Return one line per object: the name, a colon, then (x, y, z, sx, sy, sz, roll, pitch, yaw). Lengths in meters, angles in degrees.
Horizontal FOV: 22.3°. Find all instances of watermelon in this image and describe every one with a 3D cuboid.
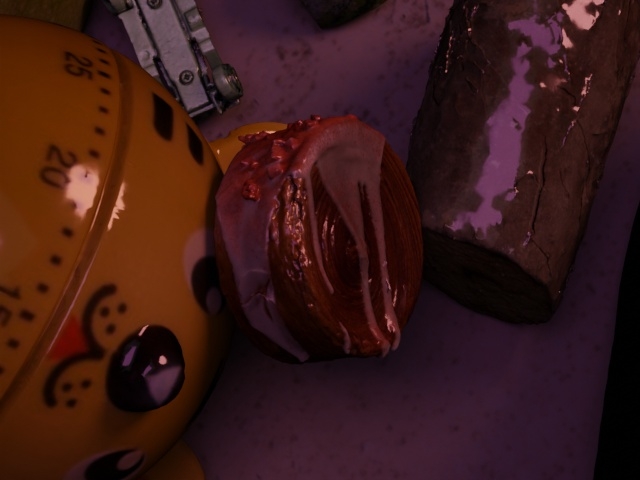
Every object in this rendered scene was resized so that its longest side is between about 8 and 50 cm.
watermelon: (0.006, -0.214, 1.231, 0.084, 0.092, 0.072, -31, 35, -9)

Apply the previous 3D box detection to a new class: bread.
bread: (0.000, 0.000, 1.033, 0.073, 0.160, 0.160, -10, 73, 36)

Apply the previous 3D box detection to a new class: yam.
yam: (0.138, -0.082, 1.135, 0.154, 0.154, 0.254, 18, 81, 12)

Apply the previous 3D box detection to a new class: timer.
timer: (-0.182, 0.039, 1.080, 0.387, 0.376, 0.376, 30, 80, -25)

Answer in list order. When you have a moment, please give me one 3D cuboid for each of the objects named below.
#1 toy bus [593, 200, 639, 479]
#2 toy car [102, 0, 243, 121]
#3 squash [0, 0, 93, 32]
toy bus: (0.273, 0.103, 1.023, 0.162, 0.171, 0.386, 14, 56, 1)
toy car: (-0.113, -0.152, 1.241, 0.073, 0.054, 0.143, -26, 78, 3)
squash: (-0.290, -0.163, 1.286, 0.189, 0.189, 0.260, 33, 119, 14)
